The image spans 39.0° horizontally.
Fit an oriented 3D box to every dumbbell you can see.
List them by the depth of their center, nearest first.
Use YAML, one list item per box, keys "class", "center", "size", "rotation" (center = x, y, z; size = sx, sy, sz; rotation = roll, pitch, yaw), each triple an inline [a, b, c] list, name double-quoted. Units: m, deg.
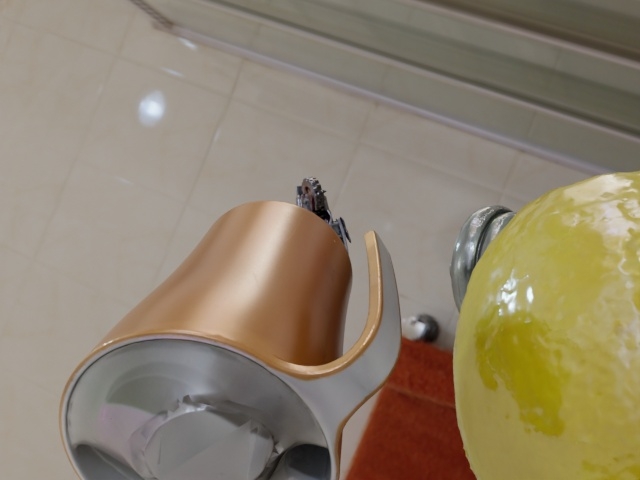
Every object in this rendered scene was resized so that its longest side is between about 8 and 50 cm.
- class: "dumbbell"
  center: [0.335, 0.045, 1.098]
  size: [0.179, 0.406, 0.179]
  rotation: [-2, -88, -49]

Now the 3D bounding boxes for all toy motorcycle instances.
- class: "toy motorcycle"
  center: [0.000, 0.000, 1.533]
  size: [0.080, 0.122, 0.215]
  rotation: [-13, -89, -21]

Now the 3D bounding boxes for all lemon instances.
- class: "lemon"
  center: [0.270, 0.112, 0.750]
  size: [0.348, 0.348, 0.348]
  rotation: [-50, -27, -38]

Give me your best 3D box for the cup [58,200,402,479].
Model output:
- class: "cup"
  center: [-0.041, 0.074, 0.645]
  size: [0.182, 0.226, 0.264]
  rotation: [57, -156, -20]
